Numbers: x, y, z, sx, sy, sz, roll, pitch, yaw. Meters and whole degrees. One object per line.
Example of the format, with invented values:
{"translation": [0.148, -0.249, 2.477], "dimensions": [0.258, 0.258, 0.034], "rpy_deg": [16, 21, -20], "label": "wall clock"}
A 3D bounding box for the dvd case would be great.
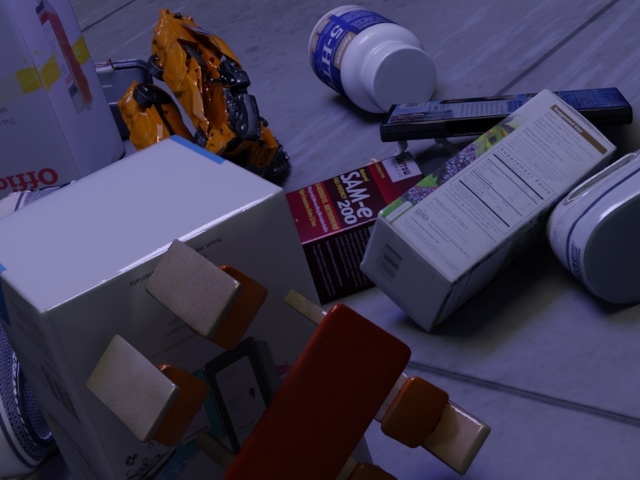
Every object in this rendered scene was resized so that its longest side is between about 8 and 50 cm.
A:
{"translation": [0.194, -0.133, 1.497], "dimensions": [0.253, 0.022, 0.180], "rpy_deg": [-3, 12, 8], "label": "dvd case"}

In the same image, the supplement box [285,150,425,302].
{"translation": [0.000, 0.000, 1.421], "dimensions": [0.239, 0.073, 0.130], "rpy_deg": [-19, 26, -1], "label": "supplement box"}

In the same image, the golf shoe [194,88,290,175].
{"translation": [-0.100, -0.109, 1.713], "dimensions": [0.094, 0.077, 0.198], "rpy_deg": [-41, 28, 5], "label": "golf shoe"}

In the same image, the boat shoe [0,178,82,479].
{"translation": [-0.224, 0.057, 1.296], "dimensions": [0.158, 0.127, 0.341], "rpy_deg": [-17, 43, 10], "label": "boat shoe"}

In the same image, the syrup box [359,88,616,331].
{"translation": [0.156, -0.030, 1.308], "dimensions": [0.237, 0.093, 0.096], "rpy_deg": [-37, 71, -28], "label": "syrup box"}

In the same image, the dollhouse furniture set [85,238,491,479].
{"translation": [-0.031, 0.166, 0.966], "dimensions": [0.259, 0.262, 0.135], "rpy_deg": [-58, 35, -1], "label": "dollhouse furniture set"}

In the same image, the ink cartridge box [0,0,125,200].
{"translation": [-0.453, -0.225, 1.799], "dimensions": [0.279, 0.385, 0.160], "rpy_deg": [-9, 25, 19], "label": "ink cartridge box"}

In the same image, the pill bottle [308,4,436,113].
{"translation": [0.066, -0.218, 1.741], "dimensions": [0.112, 0.112, 0.186], "rpy_deg": [-25, 27, -12], "label": "pill bottle"}

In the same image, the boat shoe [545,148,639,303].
{"translation": [0.364, -0.076, 1.280], "dimensions": [0.367, 0.136, 0.156], "rpy_deg": [-32, 25, -3], "label": "boat shoe"}

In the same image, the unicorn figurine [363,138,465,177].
{"translation": [0.132, -0.081, 1.514], "dimensions": [0.162, 0.060, 0.111], "rpy_deg": [-30, 35, 10], "label": "unicorn figurine"}

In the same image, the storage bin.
{"translation": [-0.295, -0.191, 1.942], "dimensions": [0.135, 0.098, 0.091], "rpy_deg": [-7, 37, -4], "label": "storage bin"}

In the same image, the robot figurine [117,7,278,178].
{"translation": [-0.140, -0.134, 1.634], "dimensions": [0.085, 0.211, 0.291], "rpy_deg": [9, 33, -36], "label": "robot figurine"}

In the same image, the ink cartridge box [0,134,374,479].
{"translation": [-0.114, 0.094, 1.099], "dimensions": [0.197, 0.270, 0.198], "rpy_deg": [-28, 28, -20], "label": "ink cartridge box"}
